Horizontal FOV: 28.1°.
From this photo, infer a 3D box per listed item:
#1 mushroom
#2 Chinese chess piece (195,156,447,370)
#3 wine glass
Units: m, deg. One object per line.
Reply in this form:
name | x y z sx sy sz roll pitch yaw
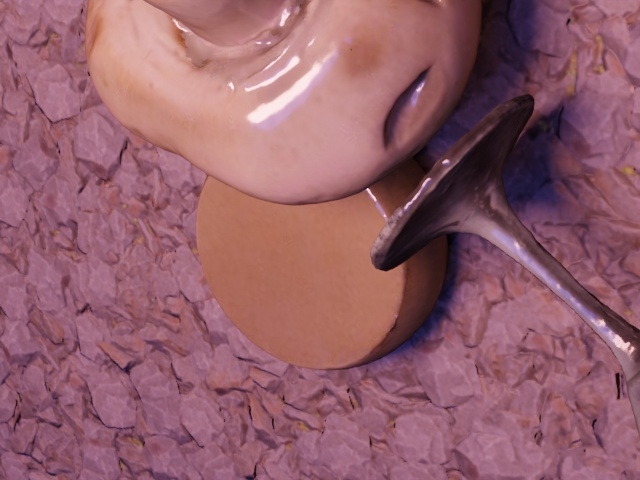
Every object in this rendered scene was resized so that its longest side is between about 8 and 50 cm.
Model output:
mushroom | -0.055 -0.189 1.104 0.353 0.353 0.325 51 134 5
Chinese chess piece | 0.000 0.000 1.292 0.273 0.102 0.273 13 116 28
wine glass | 0.253 0.081 1.066 0.406 0.267 0.267 45 125 11
